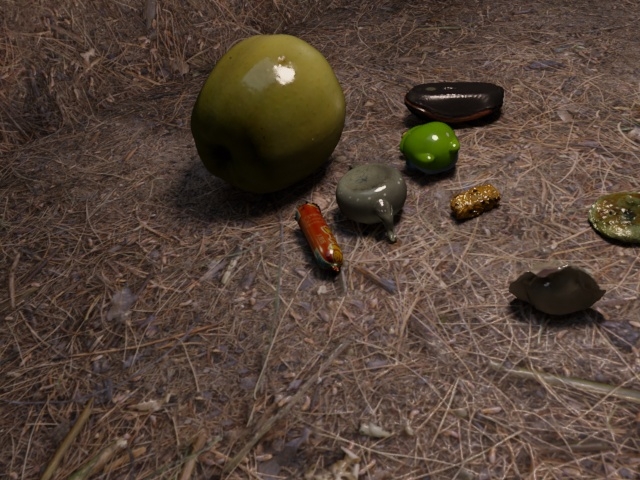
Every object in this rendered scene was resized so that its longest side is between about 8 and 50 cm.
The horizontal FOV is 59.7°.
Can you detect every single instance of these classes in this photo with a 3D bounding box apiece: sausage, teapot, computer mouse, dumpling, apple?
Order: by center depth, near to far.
[{"bbox_3d":[0.480,0.086,1.141,0.188,0.127,0.108,1,47,28],"label":"dumpling"},{"bbox_3d":[0.000,0.000,1.451,0.083,0.083,0.264,-19,40,-7],"label":"sausage"},{"bbox_3d":[0.139,-0.122,1.517,0.193,0.129,0.294,-19,36,-6],"label":"teapot"},{"bbox_3d":[-0.154,-0.366,1.667,0.474,0.473,0.473,-9,38,7],"label":"apple"},{"bbox_3d":[0.439,-0.453,1.842,0.323,0.116,0.183,0,37,6],"label":"computer mouse"}]

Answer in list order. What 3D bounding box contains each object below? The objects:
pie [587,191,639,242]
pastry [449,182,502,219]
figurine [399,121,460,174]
[{"bbox_3d":[0.733,-0.059,1.314,0.187,0.041,0.187,-9,39,7],"label":"pie"},{"bbox_3d":[0.404,-0.104,1.467,0.140,0.056,0.080,-15,45,-12],"label":"pastry"},{"bbox_3d":[0.315,-0.285,1.663,0.162,0.143,0.263,-20,26,-3],"label":"figurine"}]
